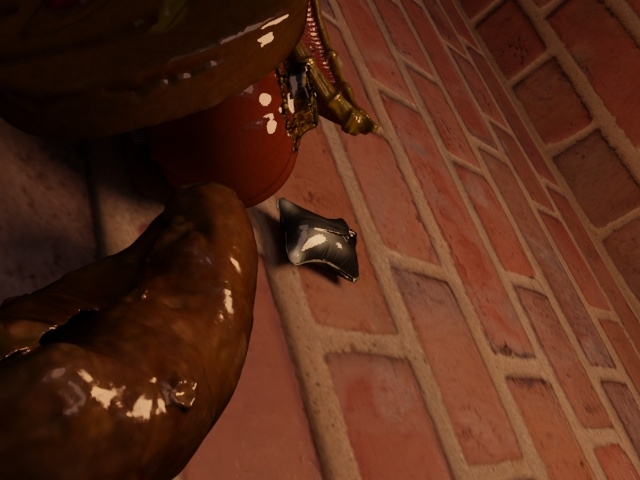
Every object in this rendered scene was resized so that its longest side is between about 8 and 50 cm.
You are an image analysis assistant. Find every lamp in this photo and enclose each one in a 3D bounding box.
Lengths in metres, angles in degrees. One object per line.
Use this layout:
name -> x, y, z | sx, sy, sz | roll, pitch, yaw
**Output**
lamp -> -0.103, -0.143, 0.682 | 0.223, 0.196, 0.223 | -7, 90, -84

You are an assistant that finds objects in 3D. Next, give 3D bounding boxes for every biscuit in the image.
biscuit -> -0.197, -0.223, 0.565 | 0.350, 0.070, 0.394 | -29, 49, -21

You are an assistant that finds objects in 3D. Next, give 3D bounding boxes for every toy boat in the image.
toy boat -> -0.011, -0.272, 0.855 | 0.141, 0.099, 0.318 | 5, 65, -58

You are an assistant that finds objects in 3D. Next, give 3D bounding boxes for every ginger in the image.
ginger -> -0.137, 0.076, 0.465 | 0.165, 0.172, 0.321 | 12, 27, 6

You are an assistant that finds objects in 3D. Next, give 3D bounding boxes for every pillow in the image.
pillow -> -0.002, 0.001, 0.812 | 0.135, 0.055, 0.091 | 14, 79, -43

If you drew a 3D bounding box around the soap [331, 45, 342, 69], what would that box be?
soap -> -0.085, -0.278, 0.926 | 0.199, 0.091, 0.315 | 58, 30, -12
